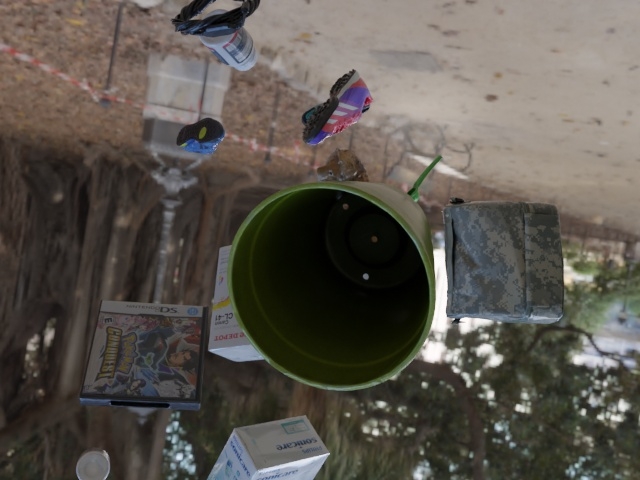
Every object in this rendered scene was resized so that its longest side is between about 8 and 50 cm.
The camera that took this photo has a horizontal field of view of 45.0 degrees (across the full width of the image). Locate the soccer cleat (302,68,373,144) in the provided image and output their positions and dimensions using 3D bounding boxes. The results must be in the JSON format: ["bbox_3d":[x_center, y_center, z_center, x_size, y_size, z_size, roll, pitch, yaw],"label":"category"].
[{"bbox_3d":[0.055,-0.351,2.146,0.108,0.318,0.116,-25,115,44],"label":"soccer cleat"}]

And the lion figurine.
[{"bbox_3d":[0.116,-0.049,2.106,0.142,0.392,0.240,-27,166,-33],"label":"lion figurine"}]

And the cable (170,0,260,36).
[{"bbox_3d":[-0.213,-0.460,1.533,0.184,0.151,0.047,-4,143,20],"label":"cable"}]

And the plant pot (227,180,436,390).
[{"bbox_3d":[0.064,0.036,1.454,0.366,0.367,0.353,10,-162,16],"label":"plant pot"}]

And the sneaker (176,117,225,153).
[{"bbox_3d":[-0.280,-0.256,1.938,0.082,0.069,0.209,24,166,-34],"label":"sneaker"}]

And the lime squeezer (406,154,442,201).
[{"bbox_3d":[0.257,-0.089,2.058,0.109,0.311,0.059,9,171,-3],"label":"lime squeezer"}]

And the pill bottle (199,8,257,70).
[{"bbox_3d":[-0.240,-0.528,2.064,0.107,0.108,0.180,10,170,21],"label":"pill bottle"}]

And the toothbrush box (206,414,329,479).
[{"bbox_3d":[-0.144,0.571,1.834,0.216,0.296,0.126,-1,-140,-40],"label":"toothbrush box"}]

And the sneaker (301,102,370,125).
[{"bbox_3d":[0.041,-0.400,2.406,0.223,0.083,0.098,-17,-161,-11],"label":"sneaker"}]

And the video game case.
[{"bbox_3d":[-0.379,0.247,1.703,0.248,0.035,0.275,4,-138,-7],"label":"video game case"}]

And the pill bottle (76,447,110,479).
[{"bbox_3d":[-0.551,0.545,1.879,0.078,0.078,0.137,9,170,-14],"label":"pill bottle"}]

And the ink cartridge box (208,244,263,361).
[{"bbox_3d":[-0.171,0.160,2.109,0.226,0.306,0.131,-12,152,31],"label":"ink cartridge box"}]

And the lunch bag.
[{"bbox_3d":[0.420,0.049,1.850,0.255,0.305,0.212,2,175,-14],"label":"lunch bag"}]

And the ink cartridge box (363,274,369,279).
[{"bbox_3d":[0.127,0.162,1.790,0.127,0.175,0.072,17,167,-33],"label":"ink cartridge box"}]
